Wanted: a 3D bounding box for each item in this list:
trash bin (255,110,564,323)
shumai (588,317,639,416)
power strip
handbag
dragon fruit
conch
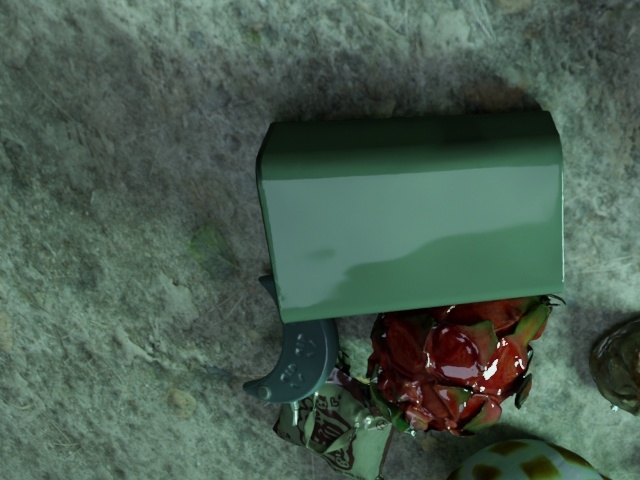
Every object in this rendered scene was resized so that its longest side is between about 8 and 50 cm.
[{"bbox_3d":[0.111,-0.030,1.032,0.343,0.158,0.223,-3,117,10],"label":"trash bin"},{"bbox_3d":[0.484,0.197,1.196,0.201,0.120,0.201,4,126,6],"label":"shumai"},{"bbox_3d":[-0.043,0.161,1.231,0.137,0.044,0.216,13,105,22],"label":"power strip"},{"bbox_3d":[0.029,0.271,1.326,0.213,0.127,0.235,30,131,22],"label":"handbag"},{"bbox_3d":[0.193,0.136,1.158,0.293,0.234,0.234,-30,126,-13],"label":"dragon fruit"},{"bbox_3d":[0.339,0.433,1.350,0.368,0.197,0.249,21,122,3],"label":"conch"}]
